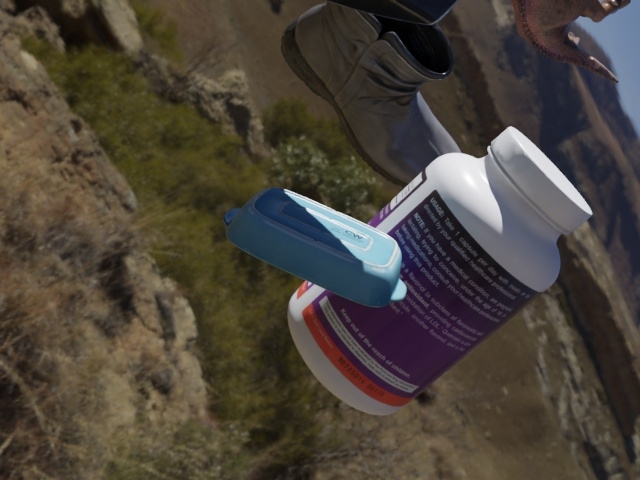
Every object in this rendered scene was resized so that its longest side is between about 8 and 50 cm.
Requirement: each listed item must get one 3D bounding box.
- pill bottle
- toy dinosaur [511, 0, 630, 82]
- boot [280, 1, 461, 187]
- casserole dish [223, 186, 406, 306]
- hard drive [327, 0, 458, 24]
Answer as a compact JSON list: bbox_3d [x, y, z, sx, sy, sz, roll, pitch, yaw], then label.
[{"bbox_3d":[0.127,0.033,0.902,0.181,0.323,0.181,39,22,-19],"label":"pill bottle"},{"bbox_3d":[0.287,-0.333,1.075,0.200,0.127,0.295,-13,90,-42],"label":"toy dinosaur"},{"bbox_3d":[0.107,-0.196,1.098,0.338,0.223,0.118,39,70,-18],"label":"boot"},{"bbox_3d":[0.000,0.000,0.782,0.188,0.037,0.114,25,25,5],"label":"casserole dish"},{"bbox_3d":[-0.009,-0.265,0.771,0.255,0.054,0.172,28,12,36],"label":"hard drive"}]
